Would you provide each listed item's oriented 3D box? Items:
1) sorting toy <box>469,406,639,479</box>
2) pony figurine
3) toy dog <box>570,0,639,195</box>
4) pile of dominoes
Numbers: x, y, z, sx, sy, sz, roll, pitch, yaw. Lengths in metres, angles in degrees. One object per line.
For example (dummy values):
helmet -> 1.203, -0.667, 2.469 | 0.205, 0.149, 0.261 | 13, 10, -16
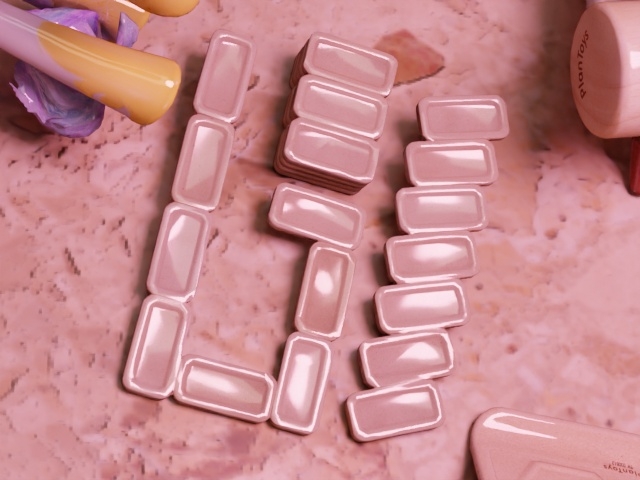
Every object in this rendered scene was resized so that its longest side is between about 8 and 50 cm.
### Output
sorting toy -> 0.185, 0.185, 1.002 | 0.193, 0.038, 0.208 | 12, 31, -11
pony figurine -> -0.236, -0.182, 0.940 | 0.363, 0.351, 0.303 | 23, 63, -27
toy dog -> 0.204, -0.165, 1.169 | 0.220, 0.161, 0.333 | 13, 48, -6
pile of dominoes -> 0.000, 0.000, 1.081 | 0.196, 0.040, 0.251 | 17, 70, -10
